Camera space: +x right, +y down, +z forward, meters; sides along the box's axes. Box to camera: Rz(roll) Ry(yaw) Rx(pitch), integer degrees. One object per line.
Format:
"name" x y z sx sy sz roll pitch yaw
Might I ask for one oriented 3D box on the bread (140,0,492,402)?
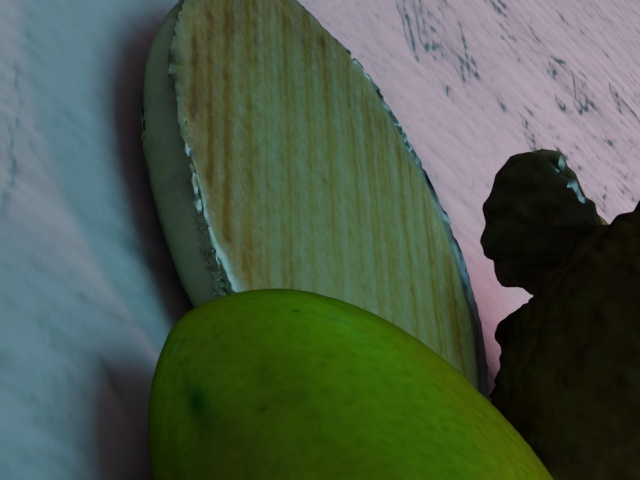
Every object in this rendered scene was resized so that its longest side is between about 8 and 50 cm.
"bread" 0.000 0.000 0.808 0.267 0.040 0.267 46 31 -37

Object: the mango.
"mango" 0.035 0.144 0.611 0.185 0.149 0.273 33 31 -48

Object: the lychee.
"lychee" 0.219 0.089 0.901 0.270 0.320 0.270 -5 96 -45
